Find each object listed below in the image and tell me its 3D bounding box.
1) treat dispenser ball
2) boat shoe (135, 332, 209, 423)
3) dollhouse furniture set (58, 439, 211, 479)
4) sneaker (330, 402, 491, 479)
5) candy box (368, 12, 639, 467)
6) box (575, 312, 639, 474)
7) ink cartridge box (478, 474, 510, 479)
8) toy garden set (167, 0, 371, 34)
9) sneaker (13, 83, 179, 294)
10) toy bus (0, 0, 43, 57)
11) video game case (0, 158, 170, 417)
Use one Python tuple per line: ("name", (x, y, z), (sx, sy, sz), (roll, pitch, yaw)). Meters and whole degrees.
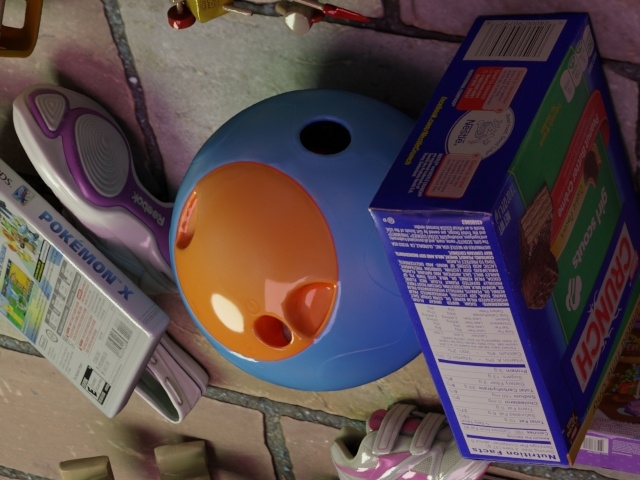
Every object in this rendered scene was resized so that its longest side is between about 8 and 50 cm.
("treat dispenser ball", (0.000, 0.000, 1.629), (0.288, 0.288, 0.288), (16, 142, 13))
("boat shoe", (-0.230, 0.135, 2.096), (0.226, 0.076, 0.083), (40, 140, -18))
("dollhouse furniture set", (-0.132, 0.478, 2.236), (0.394, 0.362, 0.256), (-9, 137, -4))
("sneaker", (0.107, 0.246, 2.011), (0.252, 0.103, 0.111), (-24, 105, 32))
("candy box", (0.183, 0.003, 1.535), (0.122, 0.268, 0.317), (5, 136, 29))
("box", (0.396, 0.144, 1.629), (0.293, 0.201, 0.057), (9, 137, 17))
("ink cartridge box", (0.295, 0.379, 2.109), (0.208, 0.045, 0.206), (9, 139, 20))
("toy garden set", (-0.055, -0.270, 1.542), (0.244, 0.049, 0.204), (12, 139, 17))
("sneaker", (-0.251, -0.039, 1.870), (0.152, 0.114, 0.305), (-12, 129, 38))
("toy bus", (-0.377, -0.239, 1.717), (0.191, 0.104, 0.202), (-35, 82, 18))
("video game case", (-0.315, 0.051, 1.967), (0.300, 0.036, 0.329), (43, 155, 4))
